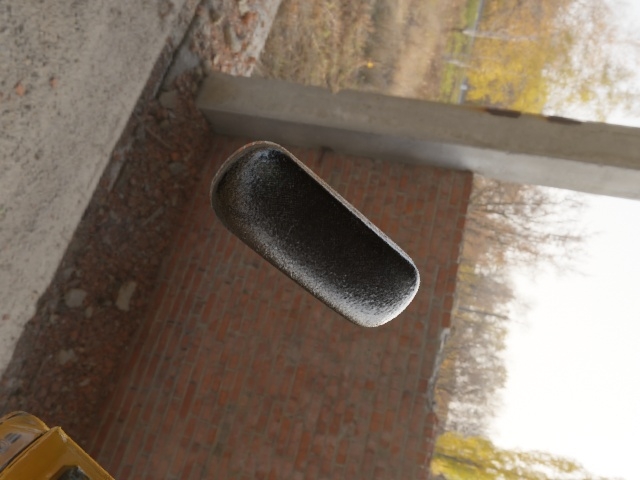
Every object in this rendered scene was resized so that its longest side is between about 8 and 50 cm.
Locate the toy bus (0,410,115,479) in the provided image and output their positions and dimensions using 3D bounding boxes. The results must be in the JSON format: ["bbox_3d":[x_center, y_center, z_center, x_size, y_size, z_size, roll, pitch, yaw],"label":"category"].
[{"bbox_3d":[-0.173,0.183,0.401,0.069,0.162,0.074,-46,177,-46],"label":"toy bus"}]

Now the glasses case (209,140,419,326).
[{"bbox_3d":[0.000,0.000,0.646,0.103,0.267,0.067,-46,-155,8],"label":"glasses case"}]
